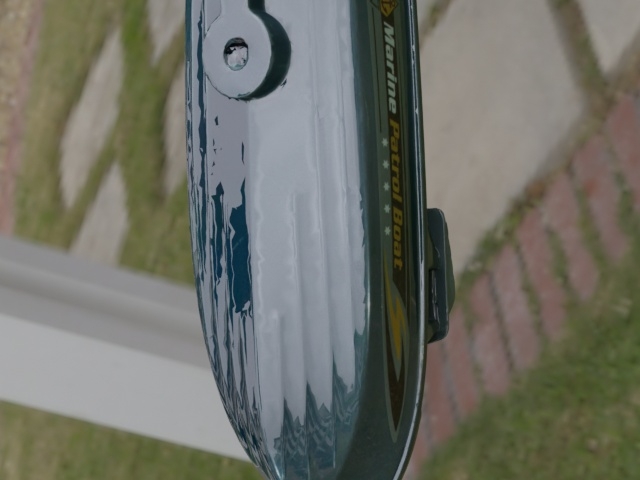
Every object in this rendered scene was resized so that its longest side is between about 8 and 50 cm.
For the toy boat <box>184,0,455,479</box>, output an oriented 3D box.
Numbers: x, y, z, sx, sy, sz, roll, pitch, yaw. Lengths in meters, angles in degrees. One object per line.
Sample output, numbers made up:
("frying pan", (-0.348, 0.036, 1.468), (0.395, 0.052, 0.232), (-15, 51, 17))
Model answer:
("toy boat", (0.002, -0.002, 0.850), (0.114, 0.122, 0.296), (-1, 94, 36))
